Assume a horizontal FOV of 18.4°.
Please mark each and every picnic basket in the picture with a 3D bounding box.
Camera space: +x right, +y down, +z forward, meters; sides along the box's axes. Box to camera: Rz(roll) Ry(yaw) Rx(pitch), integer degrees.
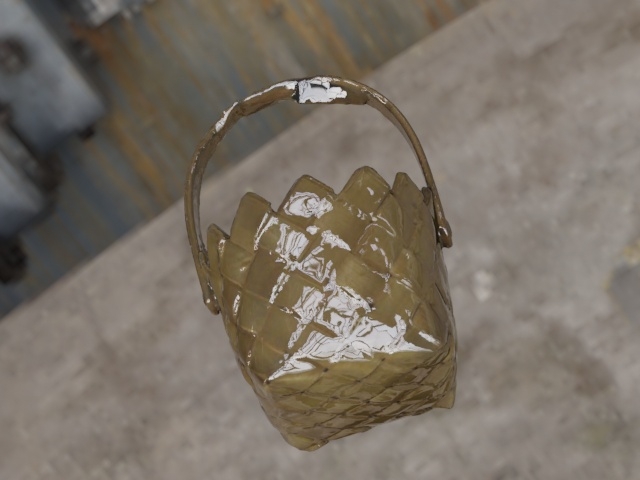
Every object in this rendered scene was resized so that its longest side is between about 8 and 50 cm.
[{"bbox_3d":[0.000,0.000,0.972,0.128,0.138,0.178,-11,69,1],"label":"picnic basket"}]
